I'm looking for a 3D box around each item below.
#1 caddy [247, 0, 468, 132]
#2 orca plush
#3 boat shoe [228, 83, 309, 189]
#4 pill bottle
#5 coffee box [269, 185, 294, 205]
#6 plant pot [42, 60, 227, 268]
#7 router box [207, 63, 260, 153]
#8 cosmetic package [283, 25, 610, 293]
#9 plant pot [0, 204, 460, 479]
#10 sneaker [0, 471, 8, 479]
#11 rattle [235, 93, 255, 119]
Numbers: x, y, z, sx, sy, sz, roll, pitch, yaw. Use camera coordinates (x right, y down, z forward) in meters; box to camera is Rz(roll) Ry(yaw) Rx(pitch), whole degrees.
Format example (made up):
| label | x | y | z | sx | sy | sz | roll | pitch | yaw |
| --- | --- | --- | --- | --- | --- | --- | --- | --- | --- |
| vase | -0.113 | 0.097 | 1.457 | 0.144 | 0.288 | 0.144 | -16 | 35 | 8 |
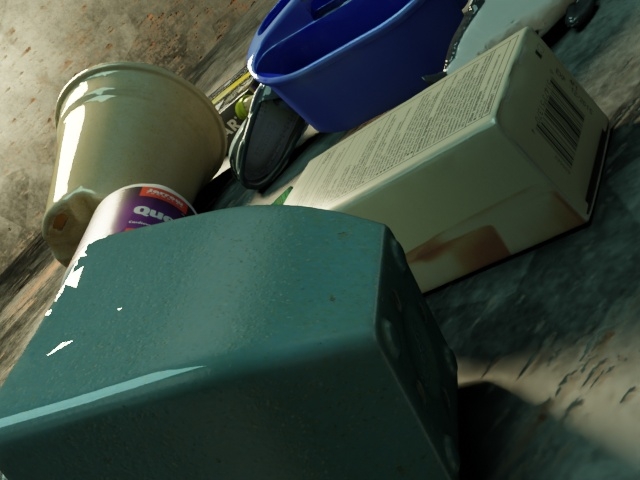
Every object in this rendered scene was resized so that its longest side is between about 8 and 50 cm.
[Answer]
| label | x | y | z | sx | sy | sz | roll | pitch | yaw |
| --- | --- | --- | --- | --- | --- | --- | --- | --- | --- |
| caddy | 0.053 | -0.311 | 1.385 | 0.341 | 0.179 | 0.241 | -25 | 39 | 25 |
| orca plush | 0.239 | -0.246 | 1.165 | 0.151 | 0.102 | 0.287 | 20 | 70 | 21 |
| boat shoe | -0.056 | -0.220 | 1.588 | 0.091 | 0.114 | 0.302 | -117 | 45 | -63 |
| pill bottle | -0.270 | 0.028 | 1.472 | 0.181 | 0.181 | 0.323 | -40 | 19 | 15 |
| coffee box | -0.089 | 0.014 | 1.334 | 0.184 | 0.040 | 0.113 | -42 | 19 | 9 |
| plant pot | -0.358 | -0.100 | 1.785 | 0.334 | 0.334 | 0.305 | -33 | 33 | 34 |
| router box | -0.192 | -0.270 | 2.088 | 0.309 | 0.081 | 0.243 | -33 | 22 | 34 |
| cosmetic package | 0.103 | -0.049 | 0.917 | 0.296 | 0.129 | 0.153 | -27 | 28 | 43 |
| plant pot | -0.037 | 0.115 | 0.721 | 0.252 | 0.248 | 0.247 | -20 | 26 | 17 |
| sneaker | -0.432 | 0.315 | 1.244 | 0.282 | 0.102 | 0.161 | -21 | -28 | -45 |
| rattle | -0.044 | -0.212 | 1.740 | 0.199 | 0.143 | 0.130 | -12 | -21 | -49 |
